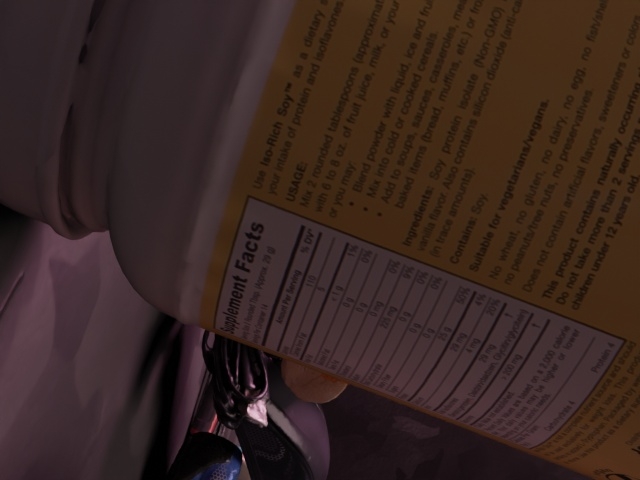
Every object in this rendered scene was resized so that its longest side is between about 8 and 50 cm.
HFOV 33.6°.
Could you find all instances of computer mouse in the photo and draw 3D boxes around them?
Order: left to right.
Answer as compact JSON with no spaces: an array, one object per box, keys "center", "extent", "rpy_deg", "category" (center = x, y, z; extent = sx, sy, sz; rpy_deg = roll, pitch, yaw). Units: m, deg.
[{"center":[-0.037,0.140,0.897],"extent":[0.189,0.072,0.272],"rpy_deg":[-103,180,-47],"category":"computer mouse"}]

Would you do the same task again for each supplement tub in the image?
[{"center":[0.059,-0.049,0.442],"extent":[0.241,0.331,0.241],"rpy_deg":[21,90,-89],"category":"supplement tub"}]

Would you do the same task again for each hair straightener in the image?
[{"center":[-0.094,0.158,1.088],"extent":[0.089,0.047,0.231],"rpy_deg":[93,11,-62],"category":"hair straightener"}]

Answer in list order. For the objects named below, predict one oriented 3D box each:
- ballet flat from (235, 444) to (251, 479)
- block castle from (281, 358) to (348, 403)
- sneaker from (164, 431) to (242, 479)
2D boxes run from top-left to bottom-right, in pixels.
[{"center":[-0.108,0.310,1.183],"extent":[0.248,0.086,0.086],"rpy_deg":[96,8,-56],"category":"ballet flat"},{"center":[0.107,-0.093,0.870],"extent":[0.213,0.302,0.454],"rpy_deg":[-28,116,-77],"category":"block castle"},{"center":[-0.089,0.316,0.951],"extent":[0.130,0.147,0.330],"rpy_deg":[-69,167,-62],"category":"sneaker"}]
